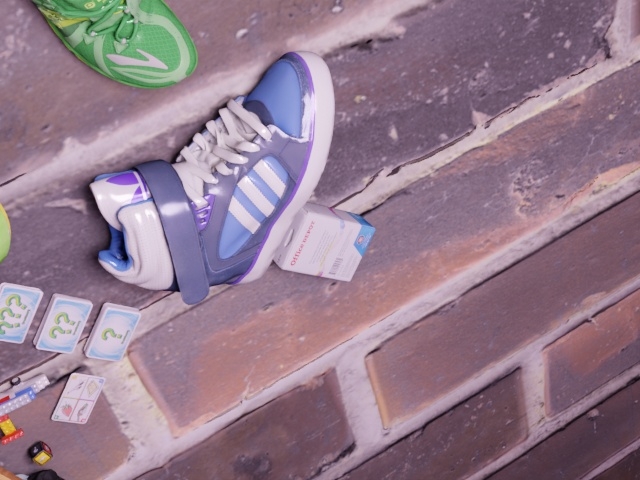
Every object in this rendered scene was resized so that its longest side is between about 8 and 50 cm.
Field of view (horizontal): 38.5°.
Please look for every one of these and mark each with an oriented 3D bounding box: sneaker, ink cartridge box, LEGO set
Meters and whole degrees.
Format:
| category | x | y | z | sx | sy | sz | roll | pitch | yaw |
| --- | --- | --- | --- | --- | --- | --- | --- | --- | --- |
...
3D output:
| category | x | y | z | sx | sy | sz | roll | pitch | yaw |
| --- | --- | --- | --- | --- | --- | --- | --- | --- | --- |
| sneaker | -0.227 | -0.240 | 0.894 | 0.109 | 0.123 | 0.295 | -47 | 133 | 1 |
| ink cartridge box | 0.000 | 0.000 | 1.248 | 0.122 | 0.052 | 0.088 | 12 | 111 | -39 |
| sneaker | -0.137 | -0.078 | 1.053 | 0.236 | 0.130 | 0.322 | 2 | 123 | -39 |
| LEGO set | -0.346 | 0.181 | 1.138 | 0.182 | 0.060 | 0.244 | 16 | 109 | -35 |

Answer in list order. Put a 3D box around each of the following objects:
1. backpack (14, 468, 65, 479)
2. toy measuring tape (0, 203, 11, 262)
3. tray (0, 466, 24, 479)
| category | x | y | z | sx | sy | sz | roll | pitch | yaw |
| --- | --- | --- | --- | --- | --- | --- | --- | --- | --- |
| backpack | -0.413 | 0.382 | 1.178 | 0.182 | 0.152 | 0.115 | -26 | 123 | -3 |
| toy measuring tape | -0.375 | -0.061 | 0.914 | 0.121 | 0.121 | 0.330 | -11 | 125 | -27 |
| tray | -0.507 | 0.368 | 1.029 | 0.411 | 0.076 | 0.203 | -31 | 127 | 18 |
